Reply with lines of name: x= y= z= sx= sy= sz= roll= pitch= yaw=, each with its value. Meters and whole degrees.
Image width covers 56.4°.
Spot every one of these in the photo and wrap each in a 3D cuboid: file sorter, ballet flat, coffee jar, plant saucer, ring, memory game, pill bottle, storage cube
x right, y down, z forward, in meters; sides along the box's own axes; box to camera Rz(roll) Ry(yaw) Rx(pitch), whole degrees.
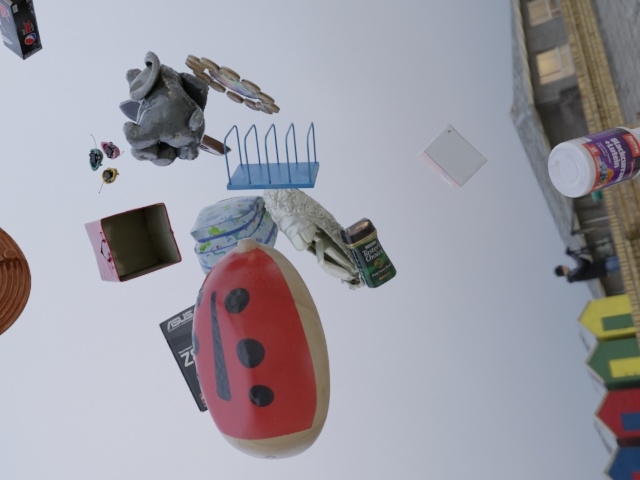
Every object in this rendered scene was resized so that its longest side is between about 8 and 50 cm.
file sorter: x=-0.095 y=-0.170 z=1.172 sx=0.118 sy=0.170 sz=0.104 roll=-79 pitch=-14 yaw=-62
ballet flat: x=0.000 y=0.000 z=1.665 sx=0.409 sy=0.147 sz=0.147 roll=38 pitch=-138 yaw=-23
coffee jar: x=0.131 y=0.033 z=1.632 sx=0.184 sy=0.096 sz=0.079 roll=62 pitch=170 yaw=-18
plant saucer: x=-0.342 y=-0.285 z=1.740 sx=0.168 sy=0.169 sz=0.029 roll=25 pitch=-94 yaw=-56
ring: x=-0.654 y=0.047 z=0.974 sx=0.337 sy=0.032 sz=0.336 roll=22 pitch=-141 yaw=-19
memory game: x=-0.157 y=-0.273 z=1.056 sx=0.186 sy=0.186 sz=0.012 roll=30 pitch=-95 yaw=-54
pill bottle: x=0.548 y=-0.157 z=1.145 sx=0.194 sy=0.108 sz=0.108 roll=-18 pitch=-86 yaw=-19
storage cube: x=-0.544 y=0.006 z=1.717 sx=0.215 sy=0.193 sz=0.183 roll=-21 pitch=-81 yaw=-33

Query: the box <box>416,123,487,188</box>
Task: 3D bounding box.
box: x=0.324 y=-0.207 z=1.493 sx=0.130 sy=0.091 sz=0.170 roll=44 pitch=-175 yaw=1

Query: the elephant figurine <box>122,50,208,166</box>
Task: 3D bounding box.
elephant figurine: x=-0.303 y=-0.279 z=1.142 sx=0.169 sy=0.186 sz=0.239 roll=79 pitch=-178 yaw=-71

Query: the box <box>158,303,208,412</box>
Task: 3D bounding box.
box: x=-0.268 y=0.312 z=1.886 sx=0.318 sy=0.395 sz=0.097 roll=63 pitch=-171 yaw=8

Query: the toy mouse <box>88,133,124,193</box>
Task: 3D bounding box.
toy mouse: x=-0.586 y=-0.229 z=1.626 sx=0.031 sy=0.161 sz=0.143 roll=-20 pitch=-101 yaw=-55

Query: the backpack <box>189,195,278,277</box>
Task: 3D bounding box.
backpack: x=-0.277 y=-0.013 z=1.891 sx=0.355 sy=0.290 sz=0.273 roll=-88 pitch=-14 yaw=-50

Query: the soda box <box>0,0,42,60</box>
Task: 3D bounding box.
soda box: x=-0.615 y=-0.446 z=1.208 sx=0.060 sy=0.169 sz=0.053 roll=39 pitch=-118 yaw=0

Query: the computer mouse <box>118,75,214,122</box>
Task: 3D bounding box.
computer mouse: x=-0.396 y=-0.332 z=1.471 sx=0.188 sy=0.272 sz=0.072 roll=-35 pitch=-65 yaw=-40

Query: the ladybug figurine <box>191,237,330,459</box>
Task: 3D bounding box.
ladybug figurine: x=-0.132 y=0.220 z=1.145 sx=0.162 sy=0.305 sz=0.449 roll=-17 pitch=-79 yaw=-48
